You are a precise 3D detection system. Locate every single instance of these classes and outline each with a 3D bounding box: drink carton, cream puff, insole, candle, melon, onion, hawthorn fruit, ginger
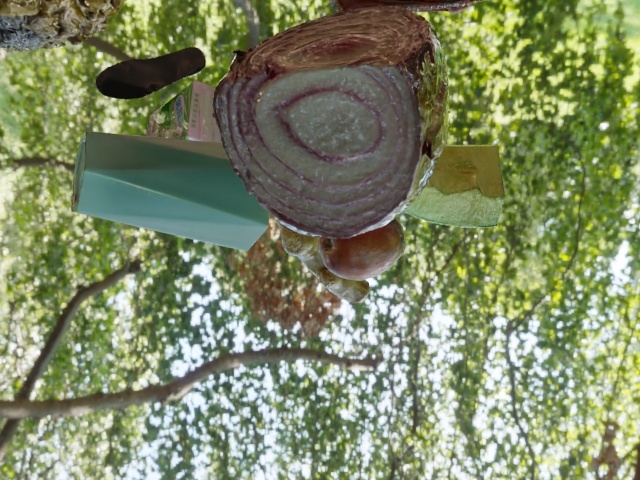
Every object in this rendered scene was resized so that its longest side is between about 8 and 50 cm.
[{"bbox_3d":[-0.347,-0.282,1.489,0.108,0.161,0.271,15,161,-38],"label":"drink carton"},{"bbox_3d":[-0.453,-0.400,0.845,0.327,0.231,0.343,3,169,40],"label":"cream puff"},{"bbox_3d":[-0.469,-0.468,1.615,0.309,0.110,0.012,-23,-173,-9],"label":"insole"},{"bbox_3d":[0.174,-0.437,1.047,0.301,0.059,0.084,2,-125,13],"label":"candle"},{"bbox_3d":[0.212,-0.131,1.142,0.323,0.196,0.124,4,155,-20],"label":"melon"},{"bbox_3d":[0.034,-0.121,0.608,0.216,0.206,0.207,8,-141,24],"label":"onion"},{"bbox_3d":[0.078,-0.001,1.156,0.172,0.173,0.173,-1,-160,0],"label":"hawthorn fruit"},{"bbox_3d":[0.000,-0.002,1.475,0.166,0.375,0.236,-43,172,-2],"label":"ginger"}]

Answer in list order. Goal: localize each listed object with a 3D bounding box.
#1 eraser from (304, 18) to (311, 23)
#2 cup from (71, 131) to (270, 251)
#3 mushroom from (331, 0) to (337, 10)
[{"bbox_3d":[-0.086,-0.401,1.488,0.312,0.144,0.043,-38,-163,30],"label":"eraser"},{"bbox_3d":[-0.196,-0.071,0.762,0.235,0.148,0.134,7,-124,-26],"label":"cup"},{"bbox_3d":[0.103,-0.551,1.253,0.096,0.099,0.278,19,178,-24],"label":"mushroom"}]
